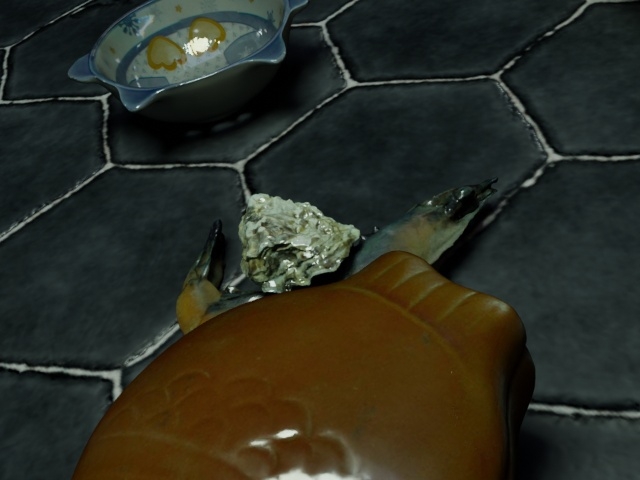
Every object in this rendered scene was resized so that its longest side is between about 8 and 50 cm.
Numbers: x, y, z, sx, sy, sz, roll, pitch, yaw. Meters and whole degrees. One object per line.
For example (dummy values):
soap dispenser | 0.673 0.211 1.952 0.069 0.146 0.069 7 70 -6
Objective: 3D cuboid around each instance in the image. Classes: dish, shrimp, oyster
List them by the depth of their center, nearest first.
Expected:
oyster | -0.020 -0.005 0.677 0.100 0.037 0.098 -9 40 26
shrimp | 0.000 0.000 0.724 0.262 0.051 0.198 -38 43 -18
dish | -0.121 -0.168 0.939 0.236 0.086 0.228 -5 42 15

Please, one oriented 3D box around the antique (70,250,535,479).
antique | -0.006 0.130 0.510 0.223 0.129 0.278 23 54 40
